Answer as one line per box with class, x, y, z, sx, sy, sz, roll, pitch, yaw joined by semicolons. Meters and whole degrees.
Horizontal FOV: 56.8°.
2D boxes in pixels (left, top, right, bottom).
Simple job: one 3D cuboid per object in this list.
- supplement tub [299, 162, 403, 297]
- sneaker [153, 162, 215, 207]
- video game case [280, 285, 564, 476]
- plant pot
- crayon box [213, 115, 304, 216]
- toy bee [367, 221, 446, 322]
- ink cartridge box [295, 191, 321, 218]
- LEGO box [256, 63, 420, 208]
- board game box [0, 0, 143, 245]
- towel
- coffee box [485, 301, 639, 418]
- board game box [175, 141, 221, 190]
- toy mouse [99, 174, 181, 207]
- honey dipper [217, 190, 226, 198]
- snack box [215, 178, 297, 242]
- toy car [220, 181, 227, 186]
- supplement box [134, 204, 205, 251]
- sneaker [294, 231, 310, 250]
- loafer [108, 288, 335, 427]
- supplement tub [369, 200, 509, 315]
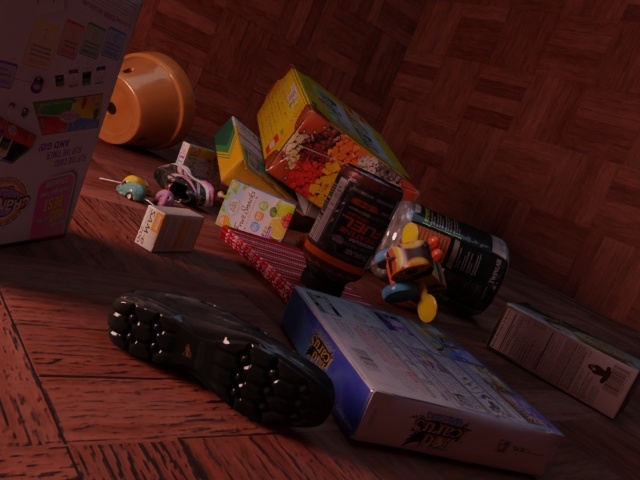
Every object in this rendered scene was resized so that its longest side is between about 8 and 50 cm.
supplement tub;0.040;-0.010;0.903;0.106;0.198;0.106;25;10;-4
sneaker;-0.312;-0.124;1.293;0.178;0.072;0.077;22;18;34
video game case;0.102;0.157;0.702;0.244;0.061;0.269;18;11;-23
plant pot;-0.539;-0.390;1.706;0.290;0.291;0.203;25;27;13
crayon box;-0.164;-0.171;1.521;0.203;0.083;0.323;39;16;-31
toy bee;0.178;0.060;1.125;0.298;0.162;0.195;-9;76;-58
ink cartridge box;-0.011;-0.160;2.010;0.226;0.131;0.306;17;13;-33
LEGO box;0.028;-0.264;1.687;0.372;0.193;0.500;33;19;-23
board game box;-0.319;-0.148;0.635;0.064;0.317;0.242;23;9;5
towel;-0.043;0.056;1.027;0.198;0.031;0.275;18;12;-40
coffee box;0.458;0.214;1.107;0.246;0.098;0.141;29;11;34
board game box;-0.314;-0.192;1.554;0.026;0.104;0.154;28;11;30
toy mouse;-0.337;-0.093;1.159;0.161;0.031;0.143;17;11;-33
honey dipper;-0.217;-0.097;1.481;0.030;0.031;0.160;15;11;-41
snack box;-0.130;-0.053;1.212;0.141;0.100;0.037;23;10;-1
toy car;-0.244;-0.212;1.778;0.136;0.159;0.182;-14;17;5
supplement box;-0.227;-0.017;0.899;0.036;0.062;0.098;27;10;22
sneaker;0.000;0.000;1.352;0.067;0.064;0.175;16;3;25
loafer;-0.086;0.098;0.541;0.223;0.076;0.078;21;16;14
supplement tub;0.247;0.030;1.354;0.315;0.194;0.193;23;9;-3
